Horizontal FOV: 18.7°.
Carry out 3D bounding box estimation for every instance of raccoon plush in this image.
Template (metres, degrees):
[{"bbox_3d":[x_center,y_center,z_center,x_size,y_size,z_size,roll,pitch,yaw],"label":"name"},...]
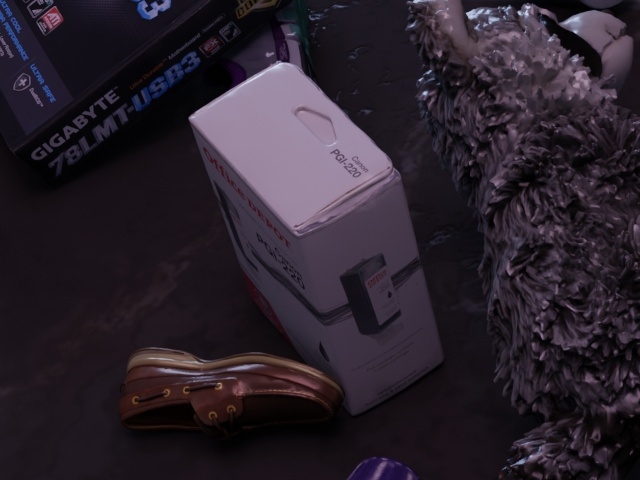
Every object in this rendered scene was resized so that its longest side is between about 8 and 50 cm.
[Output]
[{"bbox_3d":[0.120,0.015,1.329,0.299,0.216,0.446,30,54,14],"label":"raccoon plush"}]

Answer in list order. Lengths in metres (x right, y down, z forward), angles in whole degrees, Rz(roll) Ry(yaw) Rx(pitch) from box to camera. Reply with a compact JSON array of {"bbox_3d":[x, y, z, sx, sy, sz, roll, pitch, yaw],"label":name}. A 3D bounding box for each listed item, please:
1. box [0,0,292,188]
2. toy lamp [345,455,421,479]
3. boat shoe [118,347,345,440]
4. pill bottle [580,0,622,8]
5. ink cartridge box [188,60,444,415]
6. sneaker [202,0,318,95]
[{"bbox_3d":[-0.189,-0.234,1.723,0.293,0.073,0.295,-37,49,5],"label":"box"},{"bbox_3d":[0.002,0.266,1.283,0.080,0.080,0.274,11,55,21],"label":"toy lamp"},{"bbox_3d":[-0.068,0.122,1.440,0.178,0.064,0.060,2,54,23],"label":"boat shoe"},{"bbox_3d":[0.195,-0.291,1.712,0.118,0.117,0.208,-32,50,-16],"label":"pill bottle"},{"bbox_3d":[0.000,0.000,1.424,0.092,0.218,0.158,-31,49,-15],"label":"ink cartridge box"},{"bbox_3d":[-0.061,-0.186,1.701,0.098,0.083,0.223,-14,48,7],"label":"sneaker"}]
